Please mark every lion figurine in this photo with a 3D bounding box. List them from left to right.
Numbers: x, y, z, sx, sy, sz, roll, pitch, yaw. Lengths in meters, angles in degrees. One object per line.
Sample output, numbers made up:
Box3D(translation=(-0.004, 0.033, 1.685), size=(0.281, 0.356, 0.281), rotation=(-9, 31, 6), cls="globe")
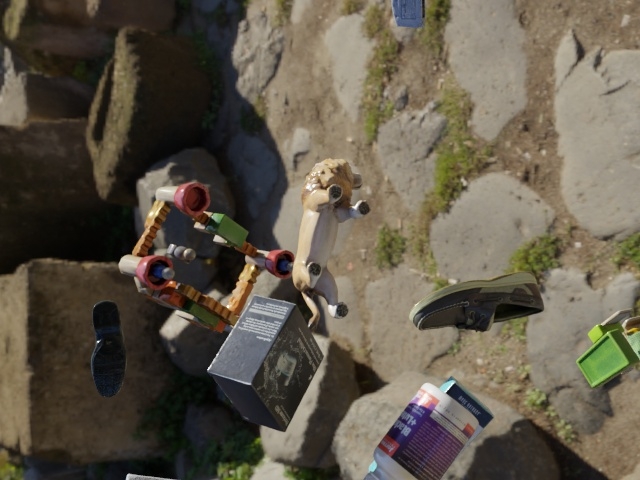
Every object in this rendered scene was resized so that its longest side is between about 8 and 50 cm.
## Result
Box3D(translation=(0.000, 0.000, 1.561), size=(0.240, 0.142, 0.392), rotation=(4, 73, 69), cls="lion figurine")

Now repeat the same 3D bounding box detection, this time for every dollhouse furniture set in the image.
Box3D(translation=(0.341, 0.110, 0.751), size=(0.059, 0.151, 0.076), rotation=(-59, 46, 46), cls="dollhouse furniture set")

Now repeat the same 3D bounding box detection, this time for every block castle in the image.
Box3D(translation=(-0.285, 0.072, 1.937), size=(0.212, 0.453, 0.303), rotation=(9, 68, 44), cls="block castle")

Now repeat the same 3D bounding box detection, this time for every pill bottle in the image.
Box3D(translation=(0.151, 0.331, 1.124), size=(0.193, 0.108, 0.108), rotation=(-51, 36, -10), cls="pill bottle")

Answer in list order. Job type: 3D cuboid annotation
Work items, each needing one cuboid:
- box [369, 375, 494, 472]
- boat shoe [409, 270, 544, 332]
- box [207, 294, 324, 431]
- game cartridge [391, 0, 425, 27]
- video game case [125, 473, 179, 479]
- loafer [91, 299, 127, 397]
Box3D(translation=(0.206, 0.382, 1.353), size=(0.100, 0.060, 0.244), rotation=(41, 94, 1), cls="box")
Box3D(translation=(0.253, 0.108, 1.132), size=(0.080, 0.223, 0.073), rotation=(98, 154, -53), cls="boat shoe")
Box3D(translation=(-0.085, 0.204, 1.184), size=(0.093, 0.158, 0.156), rotation=(9, 143, 31), cls="box")
Box3D(translation=(0.140, -0.383, 1.139), size=(0.056, 0.017, 0.083), rotation=(13, 125, 29), cls="game cartridge")
Box3D(translation=(-0.259, 0.585, 1.320), size=(0.061, 0.244, 0.270), rotation=(117, 160, -46), cls="video game case")
Box3D(translation=(-0.375, 0.195, 1.280), size=(0.061, 0.062, 0.170), rotation=(117, 151, -72), cls="loafer")
